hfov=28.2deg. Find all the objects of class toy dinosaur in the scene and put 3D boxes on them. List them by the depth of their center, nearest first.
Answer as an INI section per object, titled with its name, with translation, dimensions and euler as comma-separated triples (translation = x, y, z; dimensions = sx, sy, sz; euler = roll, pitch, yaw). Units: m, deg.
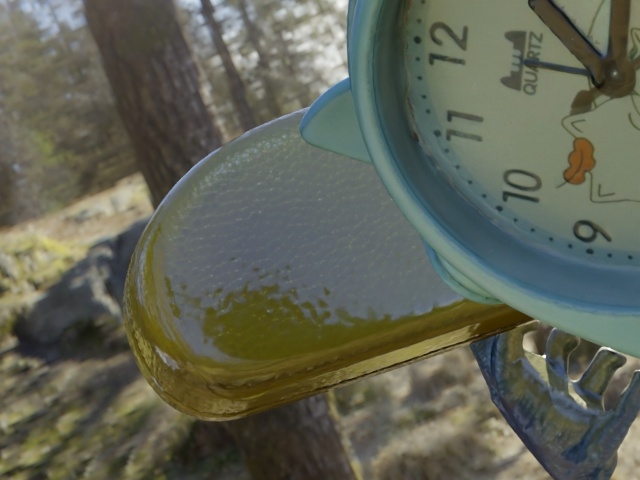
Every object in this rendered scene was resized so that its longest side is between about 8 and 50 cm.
[toy dinosaur]
translation = 0.156, 0.154, 0.980
dimensions = 0.188, 0.248, 0.075
euler = -64, -12, 2

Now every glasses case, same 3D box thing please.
[glasses case]
translation = 0.047, -0.005, 0.847
dimensions = 0.371, 0.173, 0.141
euler = -17, -14, -17

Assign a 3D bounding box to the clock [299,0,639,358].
[clock]
translation = 0.120, -0.070, 0.486
dimensions = 0.274, 0.223, 0.094
euler = 16, 35, 21
